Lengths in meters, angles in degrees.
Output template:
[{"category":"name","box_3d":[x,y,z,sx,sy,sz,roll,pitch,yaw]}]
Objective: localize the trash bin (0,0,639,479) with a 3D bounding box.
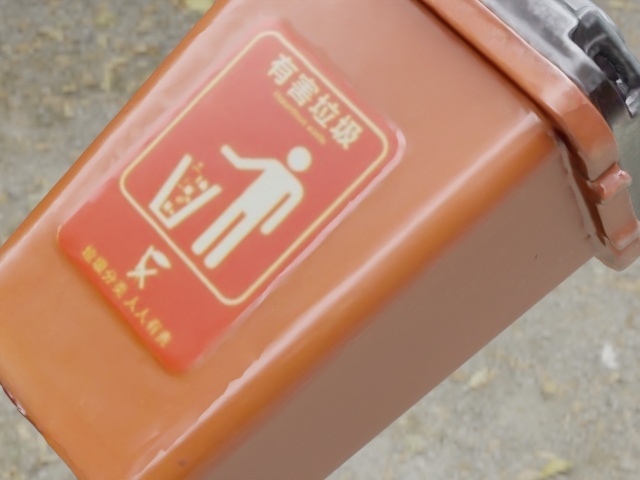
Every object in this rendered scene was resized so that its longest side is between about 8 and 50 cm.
[{"category":"trash bin","box_3d":[0.000,0.000,0.597,0.238,0.184,0.161,-45,67,0]}]
